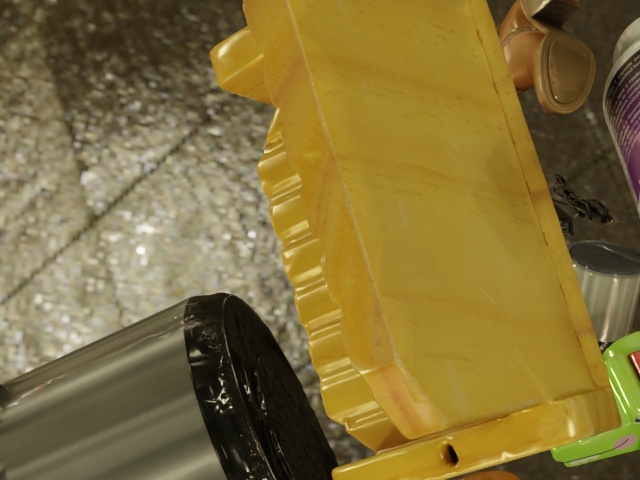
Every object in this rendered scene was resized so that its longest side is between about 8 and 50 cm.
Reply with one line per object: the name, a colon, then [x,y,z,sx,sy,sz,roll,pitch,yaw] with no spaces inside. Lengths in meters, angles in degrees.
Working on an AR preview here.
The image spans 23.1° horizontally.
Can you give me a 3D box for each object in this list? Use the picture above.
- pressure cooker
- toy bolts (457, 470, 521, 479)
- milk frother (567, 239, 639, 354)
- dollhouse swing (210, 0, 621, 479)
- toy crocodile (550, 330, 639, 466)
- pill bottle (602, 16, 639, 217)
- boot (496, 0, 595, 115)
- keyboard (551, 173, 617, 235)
pressure cooker: [-0.212,0.285,1.691,0.420,0.375,0.370,-26,71,8]
toy bolts: [0.151,0.321,1.299,0.228,0.218,0.158,-40,48,21]
milk frother: [0.258,0.086,1.581,0.129,0.143,0.134,8,114,2]
dollhouse swing: [0.000,0.000,1.029,0.315,0.305,0.347,-24,79,41]
toy crocodile: [0.341,0.114,1.278,0.105,0.340,0.115,89,170,-52]
pill bottle: [0.403,-0.107,1.646,0.181,0.181,0.323,-44,33,29]
boot: [0.237,-0.189,1.774,0.152,0.073,0.197,-45,31,48]
keyboard: [0.239,-0.064,1.913,0.317,0.201,0.033,-124,43,-69]
